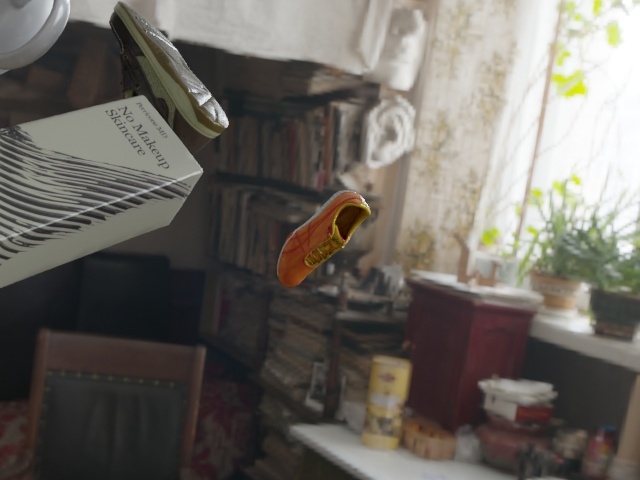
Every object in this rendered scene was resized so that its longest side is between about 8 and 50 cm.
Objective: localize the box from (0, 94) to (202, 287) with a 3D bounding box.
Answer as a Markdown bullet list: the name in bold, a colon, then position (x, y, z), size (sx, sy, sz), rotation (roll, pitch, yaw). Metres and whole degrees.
- **box**: position (-0.247, -0.041, 0.904), size (0.113, 0.094, 0.275), rotation (50, 41, 11)

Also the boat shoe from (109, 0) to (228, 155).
- **boat shoe**: position (-0.180, -0.171, 1.066), size (0.223, 0.073, 0.080), rotation (52, 13, 32)

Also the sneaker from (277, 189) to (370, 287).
- **sneaker**: position (0.000, 0.000, 1.469), size (0.064, 0.175, 0.067), rotation (36, 7, -33)

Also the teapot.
- **teapot**: position (-0.382, -0.318, 1.139), size (0.187, 0.256, 0.252), rotation (-30, 14, 11)
